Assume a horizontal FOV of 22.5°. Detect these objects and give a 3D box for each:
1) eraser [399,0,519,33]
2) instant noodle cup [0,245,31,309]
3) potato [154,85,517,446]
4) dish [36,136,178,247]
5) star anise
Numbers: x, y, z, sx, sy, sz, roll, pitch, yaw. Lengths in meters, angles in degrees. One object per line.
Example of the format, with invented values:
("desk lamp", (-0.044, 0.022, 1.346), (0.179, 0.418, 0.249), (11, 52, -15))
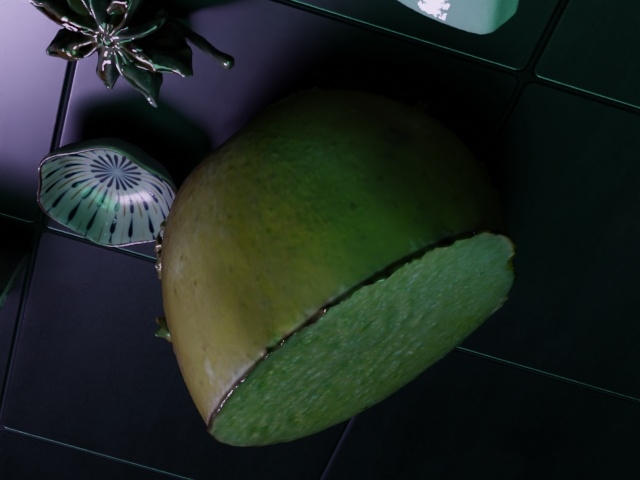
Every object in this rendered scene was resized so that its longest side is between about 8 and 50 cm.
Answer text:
("eraser", (0.123, -0.358, 1.545), (0.189, 0.104, 0.290), (30, 143, 22))
("instant noodle cup", (-0.519, 0.062, 2.115), (0.207, 0.217, 0.217), (29, 136, -9))
("potato", (0.000, 0.000, 1.879), (0.385, 0.319, 0.442), (-4, 149, -51))
("dish", (-0.259, -0.074, 2.003), (0.190, 0.066, 0.191), (7, 141, 6))
("star anise", (-0.211, -0.237, 1.794), (0.231, 0.089, 0.209), (30, 148, -12))
